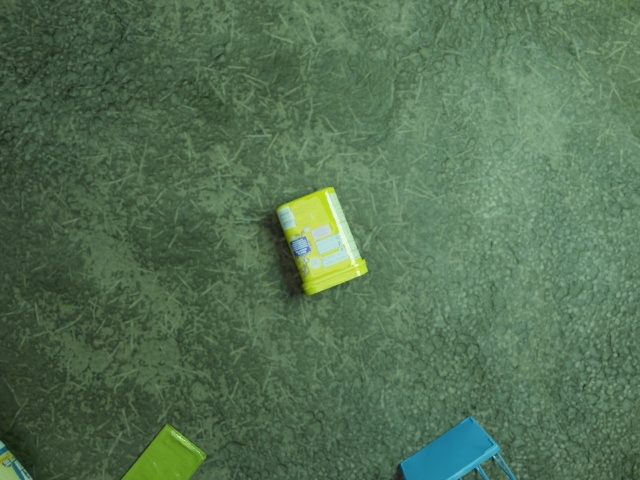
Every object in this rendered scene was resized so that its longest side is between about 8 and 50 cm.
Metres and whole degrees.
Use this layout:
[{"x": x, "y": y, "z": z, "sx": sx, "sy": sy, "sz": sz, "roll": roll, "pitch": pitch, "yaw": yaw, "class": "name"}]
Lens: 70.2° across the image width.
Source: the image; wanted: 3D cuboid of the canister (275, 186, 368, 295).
[{"x": 0.000, "y": 0.000, "z": 0.846, "sx": 0.126, "sy": 0.073, "sz": 0.170, "roll": -21, "pitch": 89, "yaw": -2, "class": "canister"}]

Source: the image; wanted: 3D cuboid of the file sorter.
[{"x": 0.253, "y": 0.433, "z": 0.833, "sx": 0.170, "sy": 0.118, "sz": 0.105, "roll": -33, "pitch": 94, "yaw": -2, "class": "file sorter"}]

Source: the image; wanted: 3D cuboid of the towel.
[{"x": -0.329, "y": 0.471, "z": 0.859, "sx": 0.102, "sy": 0.021, "sz": 0.237, "roll": 39, "pitch": 88, "yaw": -2, "class": "towel"}]

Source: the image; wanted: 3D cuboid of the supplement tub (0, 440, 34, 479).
[{"x": -0.570, "y": 0.471, "z": 0.789, "sx": 0.144, "sy": 0.144, "sz": 0.200, "roll": -39, "pitch": 92, "yaw": -2, "class": "supplement tub"}]
